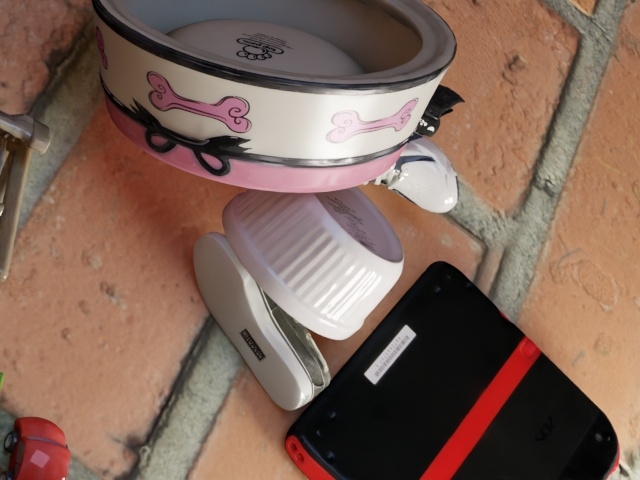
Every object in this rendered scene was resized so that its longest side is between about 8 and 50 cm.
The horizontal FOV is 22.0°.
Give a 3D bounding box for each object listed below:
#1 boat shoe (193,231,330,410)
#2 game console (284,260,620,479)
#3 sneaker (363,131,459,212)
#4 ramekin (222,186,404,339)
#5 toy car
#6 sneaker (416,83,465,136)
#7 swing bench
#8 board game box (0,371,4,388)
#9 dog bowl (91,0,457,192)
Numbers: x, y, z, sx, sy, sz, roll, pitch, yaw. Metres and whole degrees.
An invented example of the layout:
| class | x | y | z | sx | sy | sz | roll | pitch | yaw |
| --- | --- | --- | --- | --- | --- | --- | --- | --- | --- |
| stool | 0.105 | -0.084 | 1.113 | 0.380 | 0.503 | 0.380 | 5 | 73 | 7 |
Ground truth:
| class | x | y | z | sx | sy | sz | roll | pitch | yaw |
| --- | --- | --- | --- | --- | --- | --- | --- | --- | --- |
| boat shoe | -0.065 | 0.083 | 1.839 | 0.070 | 0.078 | 0.219 | -31 | 93 | -43 |
| game console | 0.169 | 0.242 | 1.936 | 0.342 | 0.060 | 0.386 | 44 | 46 | 0 |
| sneaker | 0.051 | -0.088 | 2.011 | 0.235 | 0.094 | 0.153 | 45 | 48 | -6 |
| ramekin | 0.000 | 0.000 | 1.852 | 0.207 | 0.109 | 0.207 | 41 | 18 | -17 |
| toy car | -0.259 | 0.302 | 1.573 | 0.225 | 0.053 | 0.239 | 45 | 47 | -5 |
| sneaker | 0.121 | -0.167 | 2.136 | 0.089 | 0.051 | 0.170 | 44 | 39 | -4 |
| swing bench | -0.417 | -0.079 | 1.609 | 0.253 | 0.165 | 0.255 | 27 | 51 | -21 |
| board game box | -0.399 | 0.139 | 1.565 | 0.181 | 0.043 | 0.092 | 25 | 44 | -22 |
| dog bowl | -0.062 | -0.193 | 1.838 | 0.408 | 0.150 | 0.408 | 10 | 28 | -5 |
